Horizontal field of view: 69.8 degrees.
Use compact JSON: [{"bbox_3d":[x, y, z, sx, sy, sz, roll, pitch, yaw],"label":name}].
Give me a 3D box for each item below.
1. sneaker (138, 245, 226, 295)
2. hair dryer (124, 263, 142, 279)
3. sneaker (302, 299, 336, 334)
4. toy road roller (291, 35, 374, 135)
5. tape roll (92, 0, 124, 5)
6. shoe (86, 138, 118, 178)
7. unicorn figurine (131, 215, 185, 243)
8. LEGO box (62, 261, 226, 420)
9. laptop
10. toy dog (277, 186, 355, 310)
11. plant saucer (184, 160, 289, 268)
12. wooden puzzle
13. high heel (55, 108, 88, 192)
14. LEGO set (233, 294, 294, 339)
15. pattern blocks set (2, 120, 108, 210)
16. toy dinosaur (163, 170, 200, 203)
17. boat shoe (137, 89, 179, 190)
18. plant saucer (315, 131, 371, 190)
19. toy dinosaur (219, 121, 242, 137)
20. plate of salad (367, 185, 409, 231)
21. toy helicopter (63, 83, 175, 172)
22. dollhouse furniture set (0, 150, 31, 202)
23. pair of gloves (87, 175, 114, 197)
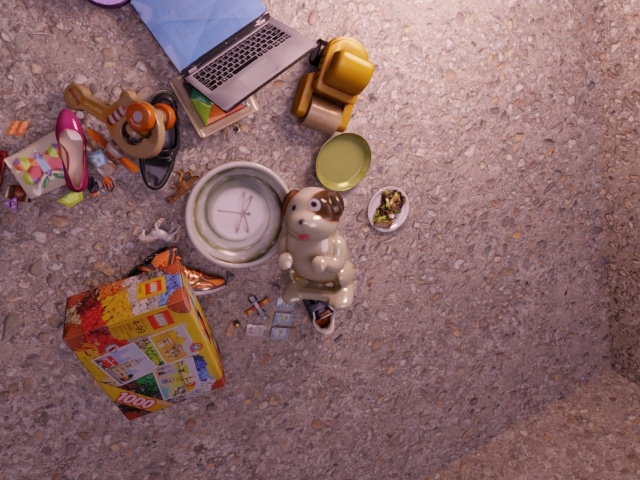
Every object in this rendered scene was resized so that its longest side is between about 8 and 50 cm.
[{"bbox_3d":[-0.495,0.109,1.682,0.320,0.124,0.180,0,91,-36],"label":"sneaker"},{"bbox_3d":[-0.730,0.210,1.665,0.293,0.080,0.224,-11,95,-24],"label":"hair dryer"},{"bbox_3d":[-0.012,0.245,1.907,0.126,0.127,0.322,-26,112,-11],"label":"sneaker"},{"bbox_3d":[0.055,-0.545,1.618,0.202,0.240,0.330,15,101,-24],"label":"toy road roller"},{"bbox_3d":[-0.644,-0.798,1.363,0.188,0.080,0.189,-6,109,-19],"label":"tape roll"},{"bbox_3d":[-0.758,-0.291,1.479,0.058,0.076,0.219,-48,118,-7],"label":"shoe"},{"bbox_3d":[-0.574,-0.030,1.640,0.161,0.060,0.111,24,96,-25],"label":"unicorn figurine"},{"bbox_3d":[-0.579,0.359,1.589,0.371,0.193,0.501,-18,133,-10],"label":"LEGO box"},{"bbox_3d":[-0.295,-0.673,1.433,0.382,0.408,0.236,-41,149,-12],"label":"laptop"},{"bbox_3d":[0.000,0.000,1.675,0.395,0.284,0.408,-54,145,-38],"label":"toy dog"},{"bbox_3d":[-0.301,-0.098,1.701,0.399,0.100,0.401,-6,108,-20],"label":"plant saucer"},{"bbox_3d":[-0.357,-0.497,1.562,0.238,0.044,0.221,-30,101,-11],"label":"wooden puzzle"},{"bbox_3d":[-0.733,-0.265,1.355,0.082,0.117,0.245,-2,100,-30],"label":"high heel"},{"bbox_3d":[-0.228,0.319,1.886,0.244,0.060,0.183,10,99,-23],"label":"LEGO set"},{"bbox_3d":[-0.837,-0.227,1.391,0.325,0.026,0.285,-45,117,-12],"label":"pattern blocks set"},{"bbox_3d":[-0.463,-0.198,1.596,0.211,0.113,0.064,-33,147,32],"label":"toy dinosaur"},{"bbox_3d":[-0.534,-0.326,1.533,0.127,0.113,0.341,13,101,-24],"label":"boat shoe"},{"bbox_3d":[0.086,-0.311,1.796,0.240,0.037,0.241,-12,123,-19],"label":"plant saucer"},{"bbox_3d":[-0.316,-0.424,1.620,0.183,0.053,0.093,-38,114,-6],"label":"toy dinosaur"},{"bbox_3d":[0.294,-0.129,1.948,0.199,0.048,0.200,-6,108,-18],"label":"plate of salad"},{"bbox_3d":[-0.646,-0.367,1.429,0.354,0.140,0.235,29,110,6],"label":"toy helicopter"},{"bbox_3d":[-1.036,-0.157,1.410,0.261,0.135,0.260,14,90,-24],"label":"dollhouse furniture set"},{"bbox_3d":[-0.746,-0.190,1.553,0.083,0.010,0.074,-19,114,-11],"label":"pair of gloves"}]
